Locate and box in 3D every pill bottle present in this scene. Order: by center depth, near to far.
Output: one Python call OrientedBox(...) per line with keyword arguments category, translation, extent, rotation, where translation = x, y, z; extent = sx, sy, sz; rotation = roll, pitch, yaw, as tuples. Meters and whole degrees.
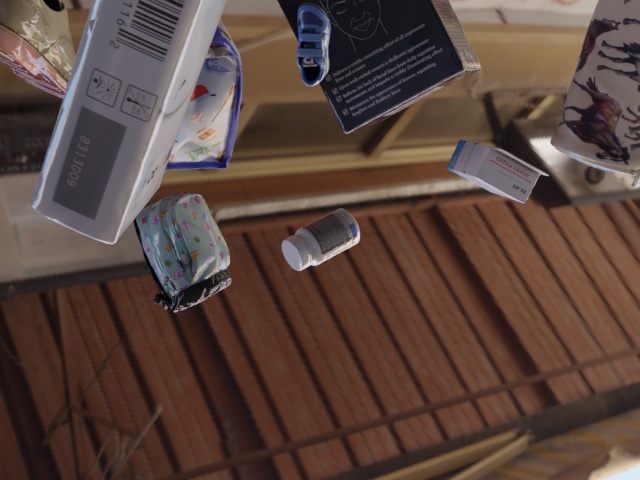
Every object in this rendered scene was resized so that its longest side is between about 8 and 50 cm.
OrientedBox(category="pill bottle", translation=(0.000, 0.000, 1.840), extent=(0.137, 0.078, 0.078), rotation=(-27, -106, -27))

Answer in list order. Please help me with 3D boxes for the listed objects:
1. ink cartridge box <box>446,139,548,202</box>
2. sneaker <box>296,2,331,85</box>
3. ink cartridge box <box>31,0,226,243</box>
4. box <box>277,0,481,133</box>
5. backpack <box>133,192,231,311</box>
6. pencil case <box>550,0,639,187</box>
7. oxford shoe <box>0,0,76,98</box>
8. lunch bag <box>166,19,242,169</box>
OrientedBox(category="ink cartridge box", translation=(0.298, -0.117, 1.655), extent=(0.104, 0.060, 0.180), rotation=(26, -176, -16))
OrientedBox(category="sneaker", translation=(-0.013, -0.320, 1.603), extent=(0.053, 0.144, 0.059), rotation=(5, -140, 16))
OrientedBox(category="ink cartridge box", translation=(-0.128, -0.211, 0.943), extent=(0.091, 0.308, 0.385), rotation=(25, -153, -1))
OrientedBox(category="box", translation=(0.115, -0.473, 2.085), extent=(0.395, 0.293, 0.212), rotation=(64, -158, -2))
OrientedBox(category="backpack", translation=(-0.227, 0.012, 1.622), extent=(0.182, 0.115, 0.152), rotation=(66, -157, -3))
OrientedBox(category="pencil case", translation=(0.510, -0.298, 1.553), extent=(0.160, 0.410, 0.183), rotation=(10, -169, -45))
OrientedBox(category="oxford shoe", translation=(-0.455, -0.333, 1.650), extent=(0.140, 0.397, 0.146), rotation=(23, -94, 8))
OrientedBox(category="lunch bag", translation=(-0.297, -0.377, 1.984), extent=(0.239, 0.385, 0.328), rotation=(-9, -122, -23))
